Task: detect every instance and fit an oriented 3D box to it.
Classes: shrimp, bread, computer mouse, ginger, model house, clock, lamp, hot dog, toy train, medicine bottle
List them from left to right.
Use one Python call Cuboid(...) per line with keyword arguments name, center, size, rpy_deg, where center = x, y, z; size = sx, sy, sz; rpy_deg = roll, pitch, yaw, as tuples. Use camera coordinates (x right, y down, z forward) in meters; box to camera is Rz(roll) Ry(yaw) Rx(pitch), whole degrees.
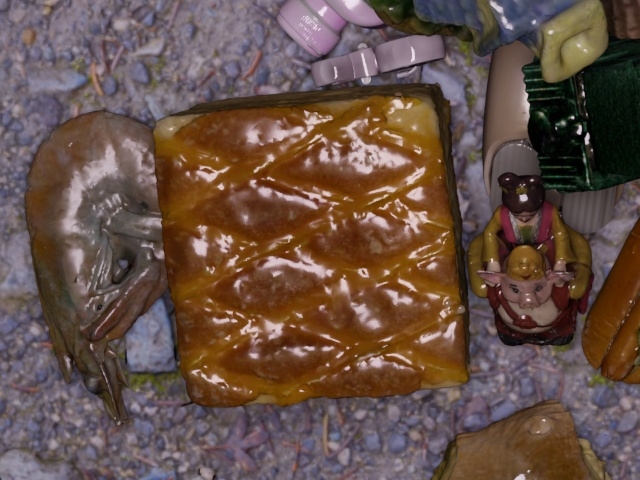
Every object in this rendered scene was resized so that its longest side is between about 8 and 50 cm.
Cuboid(name="shrimp", center=(-0.203, 0.028, 1.568), size=(0.168, 0.077, 0.317), rpy_deg=(-8, 95, 6))
Cuboid(name="bread", center=(0.000, 0.000, 1.470), size=(0.279, 0.207, 0.279), rpy_deg=(-2, 98, 8))
Cuboid(name="medicine bottle", center=(0.053, -0.270, 1.484), size=(0.115, 0.078, 0.219), rpy_deg=(46, 101, 4))
Cuboid(name="clock", center=(0.056, -0.171, 1.496), size=(0.129, 0.087, 0.041), rpy_deg=(-13, 93, 10))
Cuboid(name="ginger", center=(0.188, 0.288, 1.535), size=(0.221, 0.130, 0.275), rpy_deg=(18, 107, -5))
Cuboid(name="lamp", center=(0.192, 0.024, 1.430), size=(0.118, 0.253, 0.118), rpy_deg=(-2, 72, 7))
Cuboid(name="computer mouse", center=(0.228, -0.126, 1.485), size=(0.145, 0.082, 0.236), rpy_deg=(8, 99, 5))
Cuboid(name="model house", center=(0.205, -0.252, 1.313), size=(0.321, 0.266, 0.261), rpy_deg=(-31, 139, -9))
Cuboid(name="hot dog", center=(0.336, 0.027, 1.502), size=(0.100, 0.068, 0.249), rpy_deg=(28, 102, 1))
Cuboid(name="toy train", center=(0.346, -0.128, 1.375), size=(0.330, 0.178, 0.138), rpy_deg=(-16, 102, -19))
